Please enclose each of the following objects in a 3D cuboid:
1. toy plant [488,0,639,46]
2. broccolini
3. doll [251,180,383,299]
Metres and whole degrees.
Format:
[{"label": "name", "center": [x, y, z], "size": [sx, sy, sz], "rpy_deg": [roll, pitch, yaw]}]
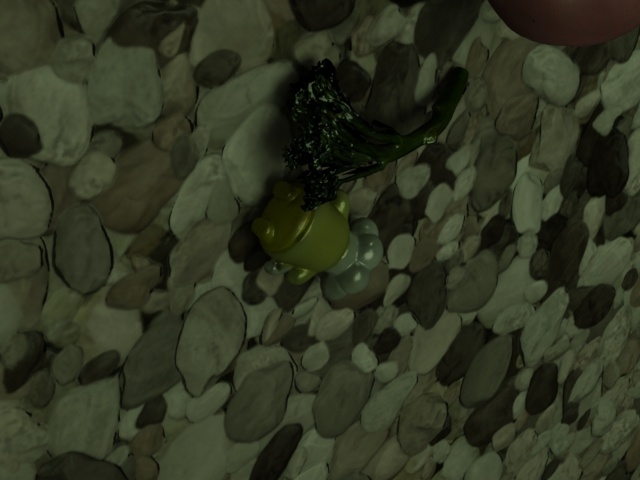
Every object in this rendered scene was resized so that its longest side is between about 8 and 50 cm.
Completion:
[{"label": "toy plant", "center": [0.211, -0.360, 1.031], "size": [0.356, 0.210, 0.317], "rpy_deg": [55, 49, -46]}, {"label": "broccolini", "center": [0.055, -0.132, 1.125], "size": [0.271, 0.062, 0.123], "rpy_deg": [-33, 121, -42]}, {"label": "doll", "center": [0.000, 0.000, 1.139], "size": [0.162, 0.062, 0.106], "rpy_deg": [34, 87, -48]}]
